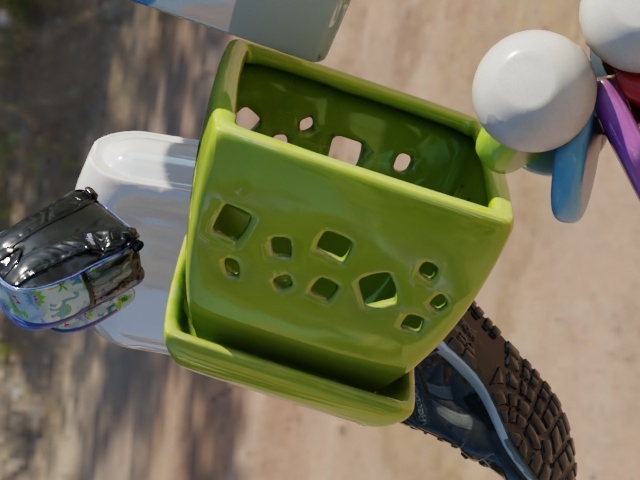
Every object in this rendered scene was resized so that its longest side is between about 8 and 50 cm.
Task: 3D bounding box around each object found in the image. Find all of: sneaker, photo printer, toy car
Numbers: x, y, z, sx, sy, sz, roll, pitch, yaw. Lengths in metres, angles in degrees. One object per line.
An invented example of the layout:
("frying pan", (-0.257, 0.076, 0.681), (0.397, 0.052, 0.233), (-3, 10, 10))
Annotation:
("sneaker", (0.128, 0.146, 1.672), (0.124, 0.107, 0.283), (-34, 94, 36))
("photo printer", (-0.114, 0.014, 1.863), (0.107, 0.307, 0.256), (-75, -7, -50))
("toy car", (0.189, -0.083, 1.104), (0.136, 0.182, 0.159), (56, -173, 13))

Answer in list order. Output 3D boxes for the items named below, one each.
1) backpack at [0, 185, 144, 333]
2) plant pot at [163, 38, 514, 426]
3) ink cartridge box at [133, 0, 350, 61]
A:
("backpack", (-0.213, 0.026, 1.452), (0.105, 0.114, 0.084), (39, 147, 44))
("plant pot", (0.000, 0.000, 1.337), (0.228, 0.227, 0.207), (-88, 16, -67))
("ink cartridge box", (-0.082, -0.362, 1.366), (0.166, 0.285, 0.395), (116, 168, -46))
